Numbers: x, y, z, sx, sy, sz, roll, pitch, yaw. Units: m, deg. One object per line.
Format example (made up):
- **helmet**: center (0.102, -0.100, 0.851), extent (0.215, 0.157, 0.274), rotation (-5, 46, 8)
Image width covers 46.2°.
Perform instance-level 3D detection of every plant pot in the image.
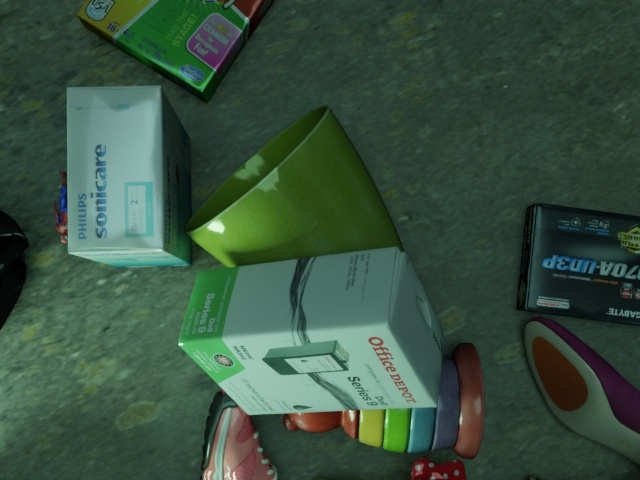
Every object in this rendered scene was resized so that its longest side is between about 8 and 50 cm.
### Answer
- **plant pot**: center (0.000, 0.000, 1.116), extent (0.275, 0.275, 0.293), rotation (-43, 105, -5)

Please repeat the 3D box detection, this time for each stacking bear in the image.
- **stacking bear**: center (0.089, 0.239, 1.132), extent (0.289, 0.164, 0.175), rotation (2, 84, 3)

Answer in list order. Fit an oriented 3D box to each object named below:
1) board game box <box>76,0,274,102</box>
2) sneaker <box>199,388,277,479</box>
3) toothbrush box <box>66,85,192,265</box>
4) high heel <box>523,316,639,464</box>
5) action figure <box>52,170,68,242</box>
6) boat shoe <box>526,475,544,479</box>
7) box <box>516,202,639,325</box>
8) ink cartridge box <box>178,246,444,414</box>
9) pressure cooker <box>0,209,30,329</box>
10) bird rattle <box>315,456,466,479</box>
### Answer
- **board game box**: center (-0.204, -0.423, 1.228), extent (0.242, 0.064, 0.316), rotation (31, 84, 1)
- **sneaker**: center (-0.115, 0.355, 1.145), extent (0.136, 0.116, 0.313), rotation (8, 91, -11)
- **toothbrush box**: center (-0.263, -0.077, 1.076), extent (0.126, 0.295, 0.216), rotation (-2, 84, -2)
- **high heel**: center (0.482, 0.254, 1.187), extent (0.181, 0.127, 0.377), rotation (-28, 79, -36)
- **action figure**: center (-0.407, -0.053, 1.204), extent (0.038, 0.030, 0.115), rotation (2, 86, -7)
- **boat shoe**: center (0.333, 0.392, 1.172), extent (0.135, 0.050, 0.045), rotation (-12, 90, -3)
- **box**: center (0.436, 0.040, 1.210), extent (0.220, 0.051, 0.175), rotation (8, 84, -2)
- **ink cartridge box**: center (-0.004, 0.128, 0.993), extent (0.289, 0.211, 0.121), rotation (-8, 48, 23)
- **pressure cooker**: center (-0.674, 0.028, 1.023), extent (0.420, 0.375, 0.369), rotation (33, 59, 2)
- **bird rattle**: center (0.109, 0.427, 1.127), extent (0.254, 0.143, 0.206), rotation (-11, 114, -2)
